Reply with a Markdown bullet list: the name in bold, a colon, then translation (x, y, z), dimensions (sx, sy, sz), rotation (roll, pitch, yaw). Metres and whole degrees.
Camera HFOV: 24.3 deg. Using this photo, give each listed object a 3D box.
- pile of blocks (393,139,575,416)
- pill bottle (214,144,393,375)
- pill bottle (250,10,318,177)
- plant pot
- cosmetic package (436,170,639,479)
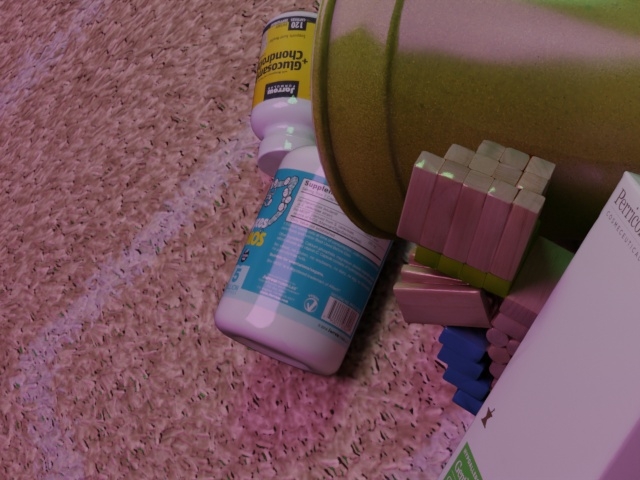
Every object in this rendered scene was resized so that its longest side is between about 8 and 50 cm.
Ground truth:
- **pile of blocks**: translation (0.161, 0.050, 1.292), dimensions (0.149, 0.362, 0.112), rotation (4, 40, 29)
- **pill bottle**: translation (0.000, 0.000, 1.585), dimensions (0.146, 0.146, 0.264), rotation (13, 75, 45)
- **pill bottle**: translation (-0.027, -0.167, 1.736), dimensions (0.103, 0.103, 0.184), rotation (-14, 58, 36)
- **plant pot**: translation (0.238, -0.150, 1.341), dimensions (0.353, 0.366, 0.366), rotation (12, 75, 33)
- **cosmetic package**: translation (0.236, 0.159, 1.151), dimensions (0.365, 0.155, 0.197), rotation (-63, 21, 20)
